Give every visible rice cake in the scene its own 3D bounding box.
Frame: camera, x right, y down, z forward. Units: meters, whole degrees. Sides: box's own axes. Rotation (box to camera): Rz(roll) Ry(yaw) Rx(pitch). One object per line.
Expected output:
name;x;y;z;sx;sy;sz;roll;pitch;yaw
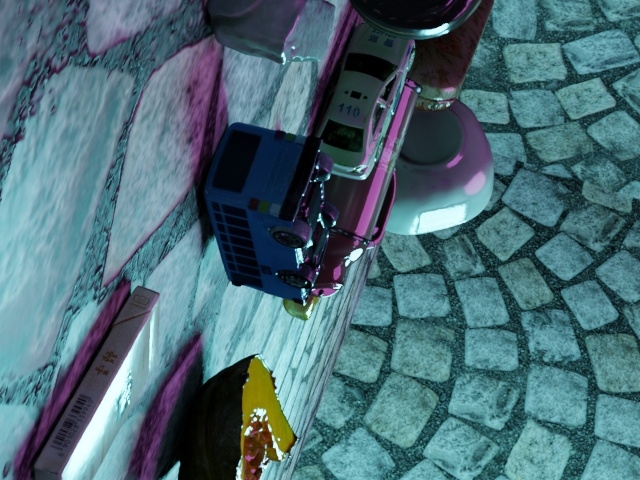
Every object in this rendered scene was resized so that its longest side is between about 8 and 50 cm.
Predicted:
rice cake;-0.032;-0.172;0.895;0.206;0.069;0.063;-36;143;-77

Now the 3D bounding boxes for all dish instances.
dish;0.164;-0.142;1.854;0.117;0.256;0.256;90;20;-62

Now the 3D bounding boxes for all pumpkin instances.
pumpkin;-0.104;0.195;1.290;0.278;0.111;0.163;-42;134;-75

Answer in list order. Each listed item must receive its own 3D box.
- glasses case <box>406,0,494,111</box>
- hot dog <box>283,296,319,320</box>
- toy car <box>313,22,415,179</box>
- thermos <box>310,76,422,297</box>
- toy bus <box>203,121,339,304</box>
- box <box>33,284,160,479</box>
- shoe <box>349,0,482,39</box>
glasses case;0.190;-0.349;1.913;0.425;0.157;0.098;-64;175;-50
hot dog;0.003;0.000;1.737;0.087;0.061;0.286;101;8;-48
toy car;0.055;-0.193;1.506;0.076;0.090;0.224;65;43;-73
thermos;0.044;-0.076;1.631;0.136;0.110;0.330;23;86;-75
toy bus;-0.045;-0.021;1.043;0.184;0.106;0.090;85;20;-62
box;-0.160;0.122;0.832;0.090;0.024;0.167;102;9;-48
shoe;0.124;-0.358;1.236;0.237;0.171;0.384;78;23;-70
